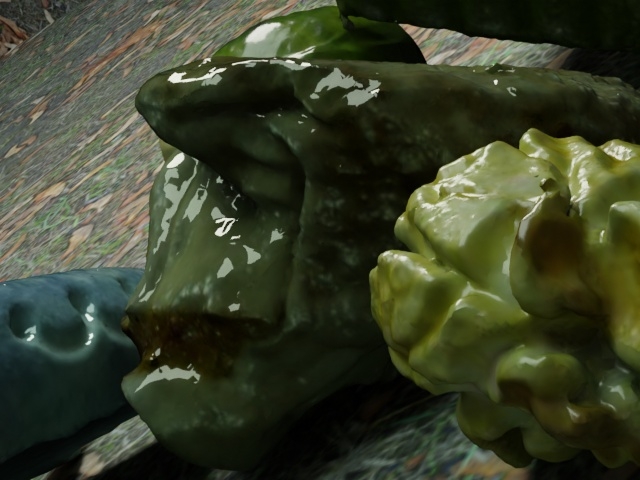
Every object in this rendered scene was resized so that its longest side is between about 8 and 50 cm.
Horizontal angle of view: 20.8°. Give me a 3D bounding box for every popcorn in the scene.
[{"bbox_3d":[0.095,0.017,0.661,0.135,0.141,0.162,-46,-21,-19],"label":"popcorn"}]

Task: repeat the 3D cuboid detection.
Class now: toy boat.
[{"bbox_3d":[-0.187,0.074,0.951,0.215,0.123,0.330,-29,-6,25],"label":"toy boat"}]

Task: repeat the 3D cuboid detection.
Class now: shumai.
[{"bbox_3d":[0.039,0.009,0.853,0.272,0.203,0.222,1,5,27],"label":"shumai"}]

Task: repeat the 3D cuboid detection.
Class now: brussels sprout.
[{"bbox_3d":[-0.013,-0.082,1.138,0.183,0.131,0.145,-19,7,-16],"label":"brussels sprout"}]

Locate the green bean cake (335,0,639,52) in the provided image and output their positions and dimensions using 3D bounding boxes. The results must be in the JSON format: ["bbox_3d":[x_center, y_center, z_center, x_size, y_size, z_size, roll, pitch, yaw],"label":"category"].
[{"bbox_3d":[0.145,-0.233,1.063,0.250,0.156,0.247,10,38,30],"label":"green bean cake"}]
